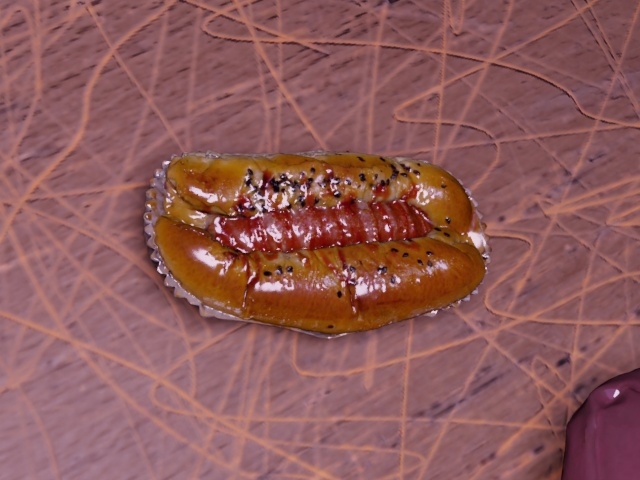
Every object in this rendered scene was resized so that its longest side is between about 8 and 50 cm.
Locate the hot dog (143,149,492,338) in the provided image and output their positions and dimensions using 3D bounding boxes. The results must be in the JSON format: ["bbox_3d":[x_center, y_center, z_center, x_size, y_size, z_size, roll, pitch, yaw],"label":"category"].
[{"bbox_3d":[0.000,0.000,0.992,0.268,0.075,0.144,1,67,-21],"label":"hot dog"}]

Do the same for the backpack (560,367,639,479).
[{"bbox_3d":[0.273,0.239,0.930,0.283,0.197,0.317,0,61,-18],"label":"backpack"}]
